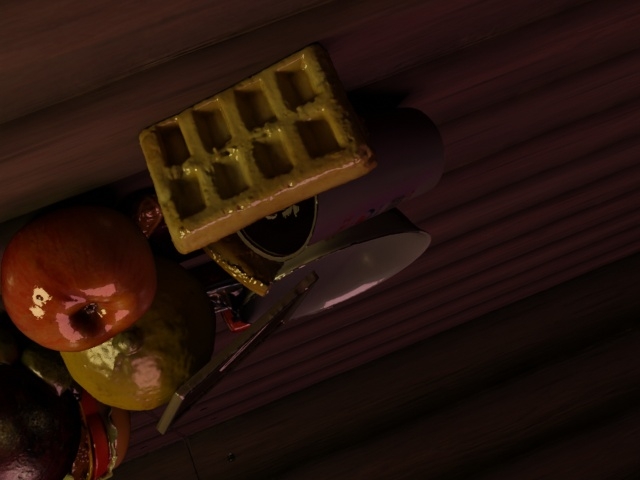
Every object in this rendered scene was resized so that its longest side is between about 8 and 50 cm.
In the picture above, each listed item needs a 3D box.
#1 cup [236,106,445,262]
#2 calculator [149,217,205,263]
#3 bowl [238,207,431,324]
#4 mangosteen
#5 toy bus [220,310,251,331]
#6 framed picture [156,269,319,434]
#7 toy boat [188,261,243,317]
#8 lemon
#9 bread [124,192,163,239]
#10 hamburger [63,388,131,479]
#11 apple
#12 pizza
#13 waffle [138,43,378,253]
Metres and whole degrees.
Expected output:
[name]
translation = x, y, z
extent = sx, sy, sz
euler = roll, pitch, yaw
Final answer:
[cup]
translation = 0.029, -0.099, 1.379
extent = 0.288, 0.203, 0.203
euler = -17, 163, -40
[calculator]
translation = -0.204, -0.006, 1.592
extent = 0.126, 0.034, 0.190
euler = -20, 163, -3
[bowl]
translation = 0.000, 0.000, 1.660
extent = 0.345, 0.157, 0.345
euler = -21, 164, -6
[mangosteen]
translation = -0.519, 0.290, 1.632
extent = 0.300, 0.300, 0.300
euler = -21, 164, -7
[toy bus]
translation = -0.164, 0.144, 2.000
extent = 0.079, 0.077, 0.174
euler = -21, 176, -9
[framed picture]
translation = -0.128, 0.174, 1.531
extent = 0.289, 0.020, 0.211
euler = -41, 173, -28
[toy boat]
translation = -0.188, 0.120, 1.831
extent = 0.332, 0.133, 0.145
euler = -19, 162, -14
[lemon]
translation = -0.283, 0.140, 1.559
extent = 0.245, 0.245, 0.320
euler = -22, -179, -2
[bread]
translation = -0.264, -0.022, 1.438
extent = 0.052, 0.044, 0.157
euler = -20, 165, -33
[hamburger]
translation = -0.484, 0.353, 1.930
extent = 0.212, 0.274, 0.274
euler = -13, 161, -35
[apple]
translation = -0.319, 0.051, 1.335
extent = 0.209, 0.164, 0.209
euler = -16, 131, -19
[pizza]
translation = -0.099, -0.007, 1.454
extent = 0.188, 0.204, 0.080
euler = -20, 154, -31
[waffle]
translation = -0.082, -0.109, 1.196
extent = 0.274, 0.168, 0.057
euler = -24, 158, 9
